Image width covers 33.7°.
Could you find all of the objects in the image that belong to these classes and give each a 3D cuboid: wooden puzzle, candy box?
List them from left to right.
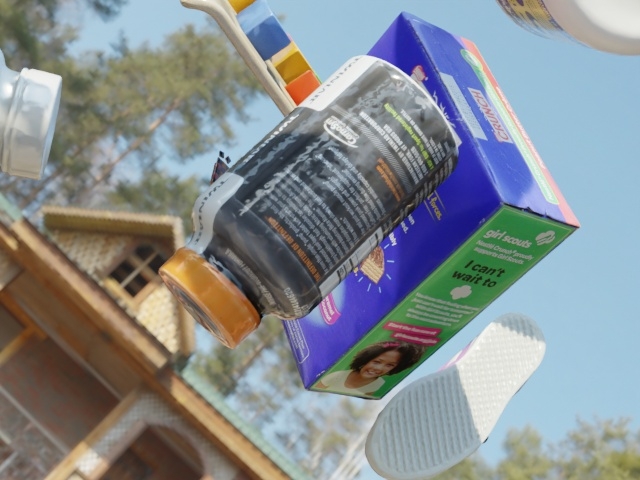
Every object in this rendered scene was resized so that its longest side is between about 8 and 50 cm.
[{"bbox_3d":[-0.145,-0.092,1.587,0.006,0.083,0.049,-16,-43,30],"label":"wooden puzzle"},{"bbox_3d":[-0.064,-0.257,1.468,0.348,0.080,0.322,48,9,-27],"label":"wooden puzzle"},{"bbox_3d":[0.076,-0.030,1.119,0.317,0.122,0.268,-48,-132,34],"label":"candy box"}]

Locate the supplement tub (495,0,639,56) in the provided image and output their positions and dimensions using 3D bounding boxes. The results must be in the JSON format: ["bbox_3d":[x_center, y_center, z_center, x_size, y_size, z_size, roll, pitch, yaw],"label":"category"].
[{"bbox_3d":[0.329,-0.354,1.266,0.241,0.241,0.331,51,4,-15],"label":"supplement tub"}]

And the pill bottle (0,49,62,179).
[{"bbox_3d":[-0.476,-0.168,1.244,0.318,0.176,0.176,12,-23,-12],"label":"pill bottle"}]

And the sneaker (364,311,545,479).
[{"bbox_3d":[0.141,0.206,1.240,0.102,0.282,0.161,53,-35,10],"label":"sneaker"}]

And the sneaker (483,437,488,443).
[{"bbox_3d":[0.188,0.250,1.518,0.162,0.073,0.063,22,-51,-30],"label":"sneaker"}]

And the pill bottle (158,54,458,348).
[{"bbox_3d":[-0.014,-0.026,0.852,0.130,0.245,0.130,42,-16,15],"label":"pill bottle"}]
